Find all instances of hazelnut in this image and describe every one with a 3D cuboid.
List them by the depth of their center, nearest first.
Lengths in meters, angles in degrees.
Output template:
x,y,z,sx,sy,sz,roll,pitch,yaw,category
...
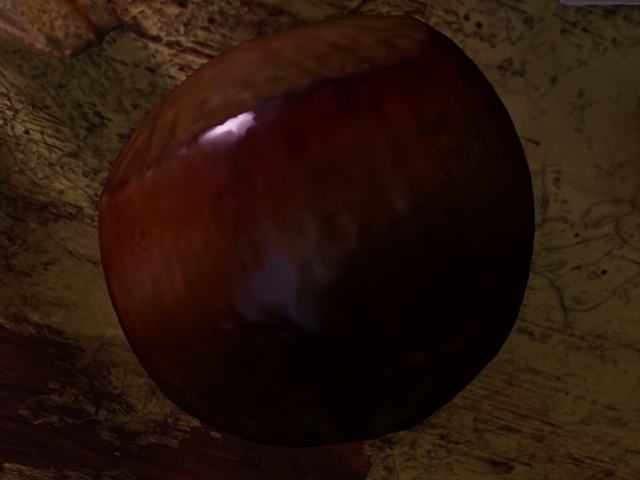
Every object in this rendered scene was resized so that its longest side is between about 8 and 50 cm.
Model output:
x,y,z,sx,sy,sz,roll,pitch,yaw,category
0.000,0.000,0.552,0.420,0.353,0.421,1,81,-5,hazelnut

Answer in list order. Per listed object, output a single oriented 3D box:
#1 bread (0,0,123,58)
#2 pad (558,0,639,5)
x,y,z,sx,sy,sz,roll,pitch,yaw,category
-0.328,-0.297,0.526,0.264,0.168,0.163,14,124,-6,bread
0.292,-0.309,0.471,0.156,0.004,0.232,11,140,23,pad
